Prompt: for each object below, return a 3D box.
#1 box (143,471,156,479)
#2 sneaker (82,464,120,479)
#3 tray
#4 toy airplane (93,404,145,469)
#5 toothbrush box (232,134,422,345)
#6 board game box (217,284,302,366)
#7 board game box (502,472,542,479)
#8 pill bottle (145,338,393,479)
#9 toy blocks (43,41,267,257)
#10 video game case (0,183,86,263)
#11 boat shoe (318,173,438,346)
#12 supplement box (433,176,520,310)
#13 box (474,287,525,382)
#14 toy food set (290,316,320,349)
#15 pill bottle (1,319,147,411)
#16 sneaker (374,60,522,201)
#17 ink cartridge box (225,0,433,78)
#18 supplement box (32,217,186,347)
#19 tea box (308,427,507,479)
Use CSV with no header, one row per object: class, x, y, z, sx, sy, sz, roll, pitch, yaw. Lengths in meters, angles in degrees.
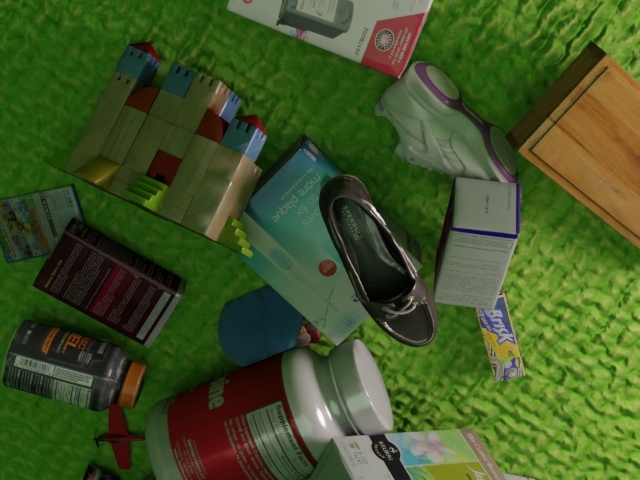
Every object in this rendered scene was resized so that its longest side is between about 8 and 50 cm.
box,-0.274,0.612,2.013,0.154,0.142,0.300,-38,102,-7
sneaker,-0.447,0.531,2.062,0.077,0.072,0.178,18,115,-13
tray,0.523,-0.119,1.715,0.411,0.076,0.203,34,109,-23
toy airplane,-0.368,0.385,2.026,0.151,0.028,0.151,1,107,4
toothbrush box,0.000,0.000,1.820,0.295,0.126,0.216,44,105,-11
board game box,-0.104,0.157,1.904,0.169,0.033,0.133,-23,62,13
board game box,0.349,0.600,1.983,0.142,0.144,0.275,11,108,1
pill bottle,-0.088,0.330,1.882,0.408,0.229,0.229,-23,105,11
toy blocks,-0.235,-0.168,1.741,0.381,0.191,0.260,24,85,20
video game case,-0.513,-0.030,1.907,0.166,0.015,0.119,-12,108,8
boat shoe,0.093,0.048,1.714,0.112,0.095,0.335,-27,105,10
supplement box,0.261,0.009,1.759,0.114,0.111,0.220,7,142,3
box,0.322,0.167,1.889,0.059,0.054,0.168,-15,106,9
toy food set,-0.038,0.161,1.931,0.083,0.020,0.082,-30,104,12
pill bottle,-0.449,0.239,1.931,0.246,0.130,0.130,16,109,-2
sneaker,0.221,-0.161,1.777,0.152,0.114,0.305,-35,104,34
ink cartridge box,0.030,-0.422,1.676,0.306,0.131,0.226,20,109,-4
supplement box,-0.380,0.078,1.893,0.239,0.073,0.130,31,108,-12
tea box,0.132,0.524,1.836,0.324,0.220,0.329,2,128,-33
